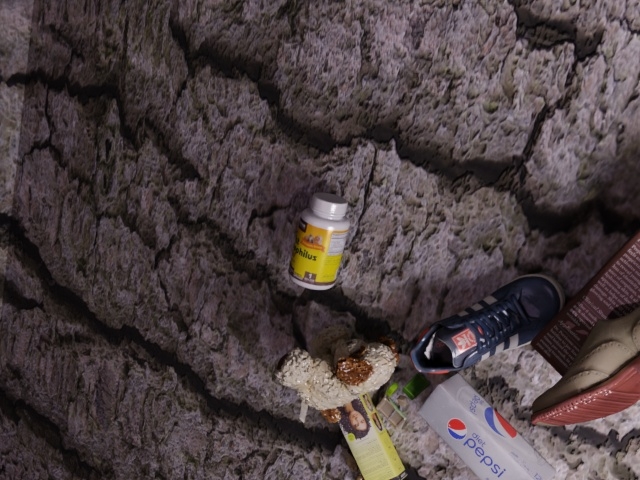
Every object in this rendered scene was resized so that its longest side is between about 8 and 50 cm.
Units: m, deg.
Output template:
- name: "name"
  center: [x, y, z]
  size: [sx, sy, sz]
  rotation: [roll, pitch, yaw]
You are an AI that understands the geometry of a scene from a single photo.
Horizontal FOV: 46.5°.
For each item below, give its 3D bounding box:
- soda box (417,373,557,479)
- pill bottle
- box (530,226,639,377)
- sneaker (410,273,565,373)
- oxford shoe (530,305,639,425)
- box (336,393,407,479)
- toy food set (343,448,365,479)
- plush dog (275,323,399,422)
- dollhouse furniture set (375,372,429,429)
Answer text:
- name: "soda box"
  center: [0.346, 0.421, 1.566]
  size: [0.286, 0.091, 0.098]
  rotation: [45, 123, 25]
- name: "pill bottle"
  center: [0.000, 0.000, 1.758]
  size: [0.117, 0.117, 0.214]
  rotation: [26, 112, 33]
- name: "box"
  center: [0.573, 0.112, 1.310]
  size: [0.191, 0.143, 0.381]
  rotation: [49, 125, 22]
- name: "sneaker"
  center: [0.327, 0.184, 1.507]
  size: [0.350, 0.148, 0.131]
  rotation: [-39, 73, 35]
- name: "oxford shoe"
  center: [0.486, 0.207, 1.257]
  size: [0.348, 0.123, 0.130]
  rotation: [-43, 45, 35]
- name: "box"
  center: [0.112, 0.470, 1.771]
  size: [0.087, 0.058, 0.232]
  rotation: [-32, 77, 22]
- name: "toy food set"
  center: [0.108, 0.560, 1.826]
  size: [0.078, 0.019, 0.122]
  rotation: [-36, 67, 36]
- name: "plush dog"
  center: [0.063, 0.297, 1.679]
  size: [0.225, 0.262, 0.210]
  rotation: [-23, 90, 34]
- name: "dollhouse furniture set"
  center: [0.191, 0.366, 1.725]
  size: [0.076, 0.059, 0.151]
  rotation: [43, 140, 17]
